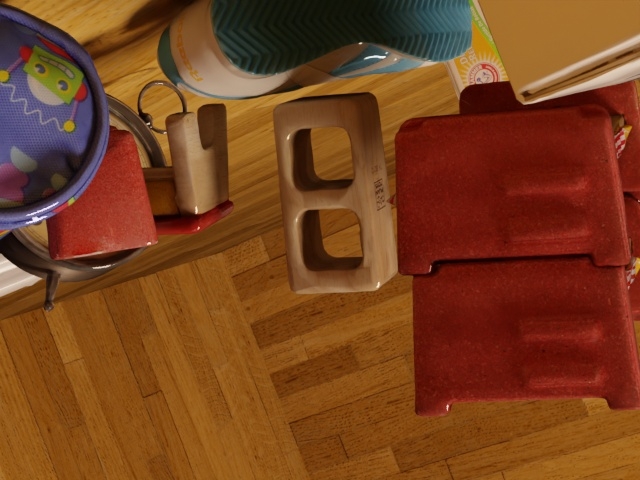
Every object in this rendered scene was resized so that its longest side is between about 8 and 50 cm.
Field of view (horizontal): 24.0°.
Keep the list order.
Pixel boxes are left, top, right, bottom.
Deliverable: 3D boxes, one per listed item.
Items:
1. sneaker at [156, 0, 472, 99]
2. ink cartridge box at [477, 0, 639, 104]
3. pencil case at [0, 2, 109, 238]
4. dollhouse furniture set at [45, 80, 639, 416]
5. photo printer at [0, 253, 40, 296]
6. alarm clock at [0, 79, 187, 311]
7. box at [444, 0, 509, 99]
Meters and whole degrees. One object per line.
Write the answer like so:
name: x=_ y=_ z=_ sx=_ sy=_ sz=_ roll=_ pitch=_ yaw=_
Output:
sneaker: x=0.002 y=-0.140 z=0.961 sx=0.228 sy=0.087 sz=0.092 roll=-11 pitch=179 yaw=-38
ink cartridge box: x=0.125 y=-0.153 z=0.543 sx=0.100 sy=0.172 sz=0.237 roll=-23 pitch=177 yaw=32
pencil case: x=-0.231 y=-0.027 z=0.831 sx=0.133 sy=0.119 sz=0.306 roll=-49 pitch=-166 yaw=-34
dollhouse furniture set: x=0.000 y=0.000 z=0.866 sx=0.374 sy=0.152 sz=0.201 roll=-3 pitch=-170 yaw=18
photo printer: x=-0.340 y=0.026 z=1.136 sx=0.256 sy=0.107 sz=0.307 roll=-23 pitch=-178 yaw=-36
alarm clock: x=-0.161 y=-0.048 z=1.046 sx=0.192 sy=0.129 sz=0.064 roll=-44 pitch=-169 yaw=-29
box: x=0.213 y=-0.191 z=1.319 sx=0.203 sy=0.103 sz=0.114 roll=-22 pitch=177 yaw=19
